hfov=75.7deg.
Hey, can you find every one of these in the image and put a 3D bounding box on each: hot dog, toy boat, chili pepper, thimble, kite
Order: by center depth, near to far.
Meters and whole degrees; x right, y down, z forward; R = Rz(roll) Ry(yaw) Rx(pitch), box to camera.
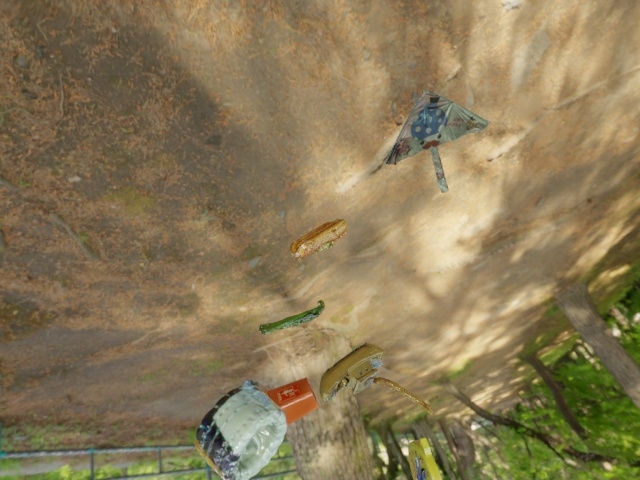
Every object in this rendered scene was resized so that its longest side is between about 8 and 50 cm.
[{"bbox_3d":[-0.200,0.503,1.089,0.237,0.150,0.237,-35,141,-35],"label":"thimble"},{"bbox_3d":[0.313,-0.280,1.158,0.011,0.315,0.335,5,164,-44],"label":"kite"},{"bbox_3d":[0.121,0.471,1.448,0.321,0.121,0.089,-19,135,-44],"label":"toy boat"},{"bbox_3d":[-0.124,0.375,1.982,0.359,0.076,0.085,-16,-177,-30],"label":"chili pepper"},{"bbox_3d":[0.000,0.000,2.087,0.348,0.117,0.158,-33,-168,-39],"label":"hot dog"}]

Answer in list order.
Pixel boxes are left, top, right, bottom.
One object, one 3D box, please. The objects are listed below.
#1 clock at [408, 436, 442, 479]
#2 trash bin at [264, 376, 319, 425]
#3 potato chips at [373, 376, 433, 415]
[{"bbox_3d":[0.393,0.907,1.556,0.071,0.277,0.294,-11,133,-8],"label":"clock"},{"bbox_3d":[-0.135,0.759,1.906,0.238,0.161,0.185,-22,120,-7],"label":"trash bin"},{"bbox_3d":[0.262,0.482,1.291,0.037,0.204,0.026,-65,174,23],"label":"potato chips"}]
